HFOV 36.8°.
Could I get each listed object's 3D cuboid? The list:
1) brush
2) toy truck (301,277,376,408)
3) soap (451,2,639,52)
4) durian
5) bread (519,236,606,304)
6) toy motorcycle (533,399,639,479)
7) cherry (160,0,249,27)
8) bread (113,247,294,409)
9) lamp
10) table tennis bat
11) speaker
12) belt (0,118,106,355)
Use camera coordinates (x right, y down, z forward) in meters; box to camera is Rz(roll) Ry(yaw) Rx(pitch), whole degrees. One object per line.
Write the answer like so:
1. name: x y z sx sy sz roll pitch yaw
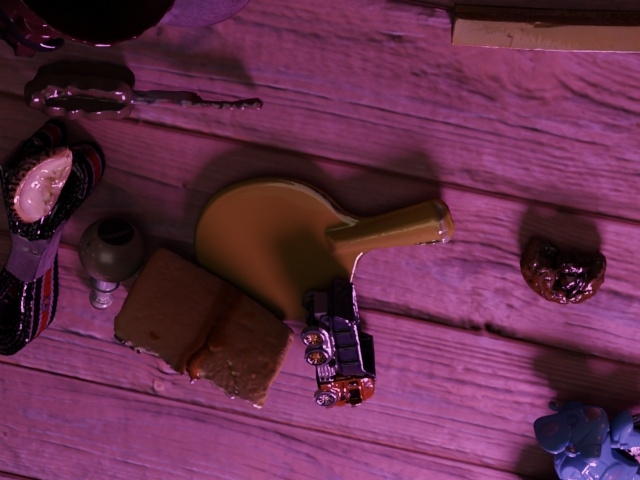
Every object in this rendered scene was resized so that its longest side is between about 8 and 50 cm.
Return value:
1. brush: -0.224 -0.181 1.237 0.301 0.084 0.071 5 116 0
2. toy truck: 0.026 0.146 1.332 0.092 0.083 0.192 -6 130 5
3. soap: 0.278 -0.245 1.113 0.252 0.092 0.037 5 115 7
4. durian: -0.362 -0.072 1.222 0.066 0.052 0.130 28 115 -14
5. bread: 0.318 0.047 1.272 0.113 0.060 0.082 11 115 2
6. toy motorcycle: 0.364 0.336 1.379 0.182 0.123 0.272 18 118 -12
7. cherry: -0.145 -0.327 1.114 0.176 0.140 0.176 20 137 20
8. bread: -0.179 0.148 1.319 0.240 0.178 0.135 31 130 -6
9. lamp: -0.300 0.042 1.361 0.091 0.091 0.163 21 132 -2
10. table tennis bat: 0.000 0.000 1.307 0.369 0.054 0.224 -12 117 18
11. speaker: -0.314 -0.335 1.055 0.329 0.198 0.259 12 125 55
12. belt: -0.399 0.006 1.345 0.126 0.094 0.359 20 118 -2
